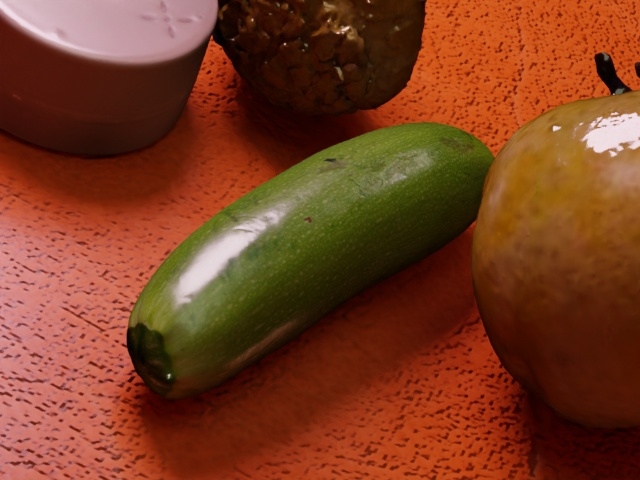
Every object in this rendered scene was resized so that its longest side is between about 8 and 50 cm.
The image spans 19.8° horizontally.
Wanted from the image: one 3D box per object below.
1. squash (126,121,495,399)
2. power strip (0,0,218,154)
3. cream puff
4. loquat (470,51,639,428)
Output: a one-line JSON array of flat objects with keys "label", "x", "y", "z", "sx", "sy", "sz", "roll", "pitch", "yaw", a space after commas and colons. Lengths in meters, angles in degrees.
[{"label": "squash", "x": -0.001, "y": -0.002, "z": 0.984, "sx": 0.082, "sy": 0.082, "sz": 0.292, "roll": 42, "pitch": 44, "yaw": 18}, {"label": "power strip", "x": -0.140, "y": -0.124, "z": 1.043, "sx": 0.154, "sy": 0.078, "sz": 0.154, "roll": 14, "pitch": 45, "yaw": -14}, {"label": "cream puff", "x": -0.009, "y": -0.149, "z": 1.081, "sx": 0.115, "sy": 0.150, "sz": 0.165, "roll": -10, "pitch": 52, "yaw": -25}, {"label": "loquat", "x": 0.189, "y": 0.004, "z": 0.976, "sx": 0.213, "sy": 0.213, "sz": 0.213, "roll": 14, "pitch": 42, "yaw": -13}]
